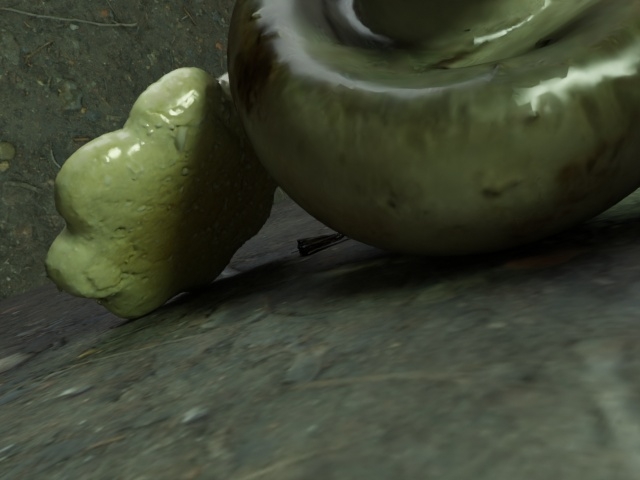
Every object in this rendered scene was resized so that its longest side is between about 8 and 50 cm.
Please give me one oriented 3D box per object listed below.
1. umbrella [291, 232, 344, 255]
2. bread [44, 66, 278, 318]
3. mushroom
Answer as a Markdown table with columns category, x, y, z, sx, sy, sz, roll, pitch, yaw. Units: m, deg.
| category | x | y | z | sx | sy | sz | roll | pitch | yaw |
| --- | --- | --- | --- | --- | --- | --- | --- | --- | --- |
| umbrella | 0.001 | 0.002 | 0.674 | 0.083 | 0.020 | 0.031 | -15 | 6 | -21 |
| bread | -0.132 | -0.039 | 0.553 | 0.316 | 0.054 | 0.316 | -44 | -22 | -23 |
| mushroom | 0.099 | -0.170 | 0.399 | 0.363 | 0.362 | 0.294 | -17 | -35 | 3 |
